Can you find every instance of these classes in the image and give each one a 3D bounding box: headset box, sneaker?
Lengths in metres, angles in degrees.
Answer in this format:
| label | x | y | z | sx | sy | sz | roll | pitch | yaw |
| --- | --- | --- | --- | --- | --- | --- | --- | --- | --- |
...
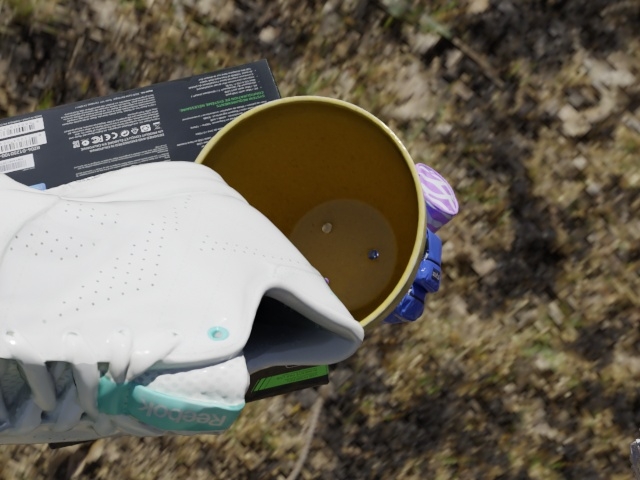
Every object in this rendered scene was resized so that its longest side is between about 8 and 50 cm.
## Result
| label | x | y | z | sx | sy | sz | roll | pitch | yaw |
| --- | --- | --- | --- | --- | --- | --- | --- | --- | --- |
| headset box | -0.131 | 0.024 | 1.161 | 0.246 | 0.283 | 0.131 | -13 | 49 | -7 |
| sneaker | -0.067 | 0.028 | 0.400 | 0.094 | 0.080 | 0.212 | 34 | 31 | 27 |

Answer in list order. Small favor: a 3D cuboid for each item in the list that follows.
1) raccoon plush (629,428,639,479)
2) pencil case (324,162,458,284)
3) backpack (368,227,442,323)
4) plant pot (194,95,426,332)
| label | x | y | z | sx | sy | sz | roll | pitch | yaw |
| --- | --- | --- | --- | --- | --- | --- | --- | --- | --- |
| raccoon plush | 0.525 | 0.295 | 1.388 | 0.299 | 0.216 | 0.446 | -12 | 48 | -9 |
| pencil case | 0.079 | -0.011 | 1.849 | 0.088 | 0.206 | 0.086 | 37 | 27 | -26 |
| backpack | 0.089 | 0.038 | 1.718 | 0.098 | 0.101 | 0.120 | 31 | 62 | -57 |
| plant pot | 0.000 | 0.000 | 0.790 | 0.134 | 0.095 | 0.134 | -4 | 76 | 15 |
